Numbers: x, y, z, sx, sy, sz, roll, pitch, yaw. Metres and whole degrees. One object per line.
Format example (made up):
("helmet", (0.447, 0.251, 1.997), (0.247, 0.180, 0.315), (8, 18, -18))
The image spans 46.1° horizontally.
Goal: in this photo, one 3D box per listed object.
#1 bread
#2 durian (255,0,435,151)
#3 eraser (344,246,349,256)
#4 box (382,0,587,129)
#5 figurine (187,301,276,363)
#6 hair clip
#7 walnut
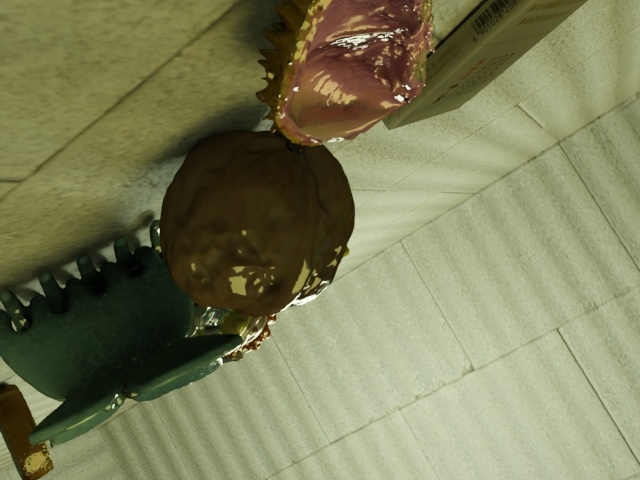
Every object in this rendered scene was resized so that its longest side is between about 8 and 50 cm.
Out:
("bread", (-0.685, 0.440, 1.717), (0.069, 0.236, 0.236), (-25, 170, -29))
("durian", (0.014, -0.205, 0.741), (0.191, 0.112, 0.341), (-20, 163, -3))
("eraser", (0.000, 0.000, 1.805), (0.097, 0.122, 0.045), (-29, 169, -9))
("box", (0.262, -0.301, 1.162), (0.204, 0.051, 0.365), (-23, 169, -40))
("figurine", (-0.222, 0.138, 1.663), (0.225, 0.205, 0.382), (-59, 166, -11))
("hair clip", (-0.324, 0.147, 1.164), (0.318, 0.239, 0.392), (-26, 173, -16))
("walnut", (-0.081, -0.019, 1.013), (0.273, 0.227, 0.273), (-46, 160, -22))
